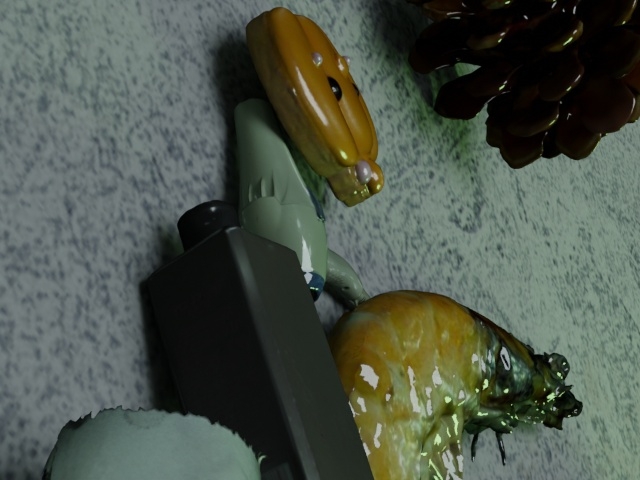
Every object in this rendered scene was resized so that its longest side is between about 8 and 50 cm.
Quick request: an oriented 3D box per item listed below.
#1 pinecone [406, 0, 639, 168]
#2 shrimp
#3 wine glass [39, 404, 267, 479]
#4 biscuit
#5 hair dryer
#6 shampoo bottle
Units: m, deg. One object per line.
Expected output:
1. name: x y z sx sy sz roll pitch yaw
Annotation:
1. pinecone: 0.192 -0.215 1.263 0.264 0.264 0.264 34 46 -44
2. shrimp: 0.125 0.175 1.077 0.445 0.085 0.272 6 76 -59
3. wine glass: -0.097 0.238 0.633 0.143 0.143 0.321 44 39 -36
4. biscuit: 0.008 -0.106 1.041 0.170 0.050 0.170 55 17 -27
5. hair dryer: -0.009 -0.019 1.017 0.199 0.067 0.167 21 49 -65
6. shampoo bottle: -0.039 0.087 0.836 0.079 0.080 0.246 24 41 -54
